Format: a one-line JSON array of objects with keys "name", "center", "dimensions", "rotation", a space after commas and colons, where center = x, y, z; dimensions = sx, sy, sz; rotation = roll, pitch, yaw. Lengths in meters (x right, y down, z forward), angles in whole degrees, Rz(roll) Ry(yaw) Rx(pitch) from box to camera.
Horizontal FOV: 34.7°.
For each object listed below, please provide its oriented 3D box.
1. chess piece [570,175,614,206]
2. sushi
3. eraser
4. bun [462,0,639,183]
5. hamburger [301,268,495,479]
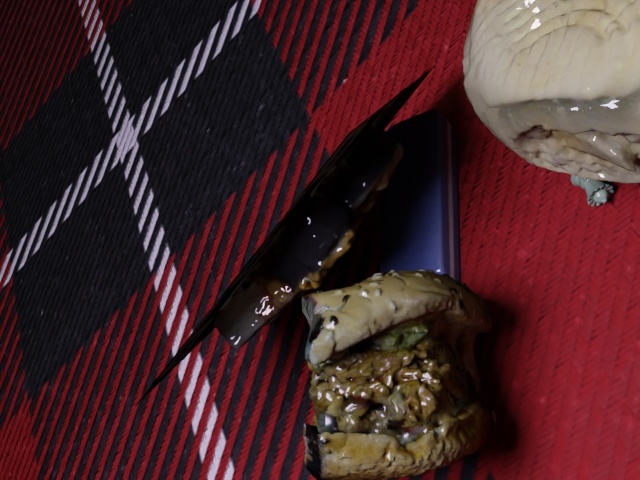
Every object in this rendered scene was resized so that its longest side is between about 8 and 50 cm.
[{"name": "chess piece", "center": [0.247, -0.068, 0.975], "dimensions": [0.042, 0.042, 0.093], "rotation": [-41, 49, 21]}, {"name": "sushi", "center": [0.000, 0.000, 1.024], "dimensions": [0.343, 0.064, 0.359], "rotation": [-51, -1, 25]}, {"name": "eraser", "center": [0.106, -0.032, 1.099], "dimensions": [0.082, 0.036, 0.225], "rotation": [-22, 53, 37]}, {"name": "bun", "center": [0.303, -0.197, 0.866], "dimensions": [0.364, 0.202, 0.364], "rotation": [-36, 37, 35]}, {"name": "hamburger", "center": [0.070, 0.115, 0.917], "dimensions": [0.192, 0.288, 0.167], "rotation": [-11, 83, -1]}]
